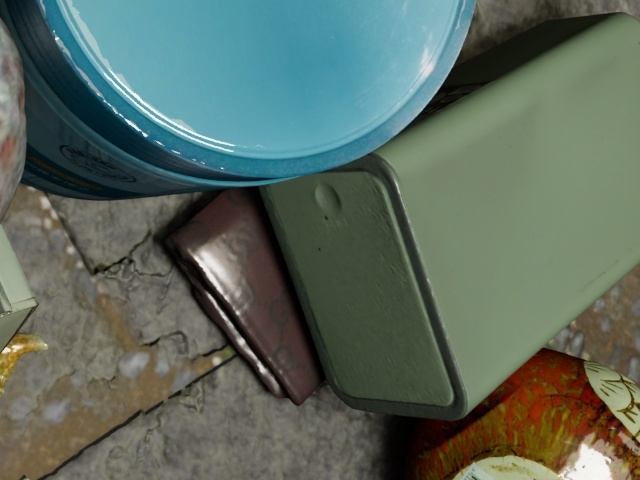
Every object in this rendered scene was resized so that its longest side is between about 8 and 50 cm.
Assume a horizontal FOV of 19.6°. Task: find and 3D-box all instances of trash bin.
[{"bbox_3d":[0.139,-0.034,1.519,0.343,0.158,0.223,-33,111,-38],"label":"trash bin"}]

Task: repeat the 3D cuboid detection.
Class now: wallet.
[{"bbox_3d":[0.000,0.000,1.541,0.229,0.049,0.182,-43,110,-23],"label":"wallet"}]

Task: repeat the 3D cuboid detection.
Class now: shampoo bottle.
[{"bbox_3d":[-0.110,-0.197,1.329,0.331,0.342,0.331,1,88,-26],"label":"shampoo bottle"}]

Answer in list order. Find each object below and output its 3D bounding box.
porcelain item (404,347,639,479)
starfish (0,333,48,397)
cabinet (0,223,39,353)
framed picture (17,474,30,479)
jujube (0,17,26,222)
[{"bbox_3d":[0.193,0.195,1.559,0.253,0.253,0.253,1,87,-27],"label":"porcelain item"},{"bbox_3d":[-0.364,0.195,1.341,0.357,0.078,0.347,0,91,-27],"label":"starfish"},{"bbox_3d":[-0.331,0.034,1.283,0.206,0.150,0.145,-18,74,-33],"label":"cabinet"},{"bbox_3d":[-0.229,0.308,1.387,0.173,0.010,0.231,-42,127,-22],"label":"framed picture"},{"bbox_3d":[-0.320,-0.065,1.102,0.308,0.215,0.247,-29,95,-35],"label":"jujube"}]
